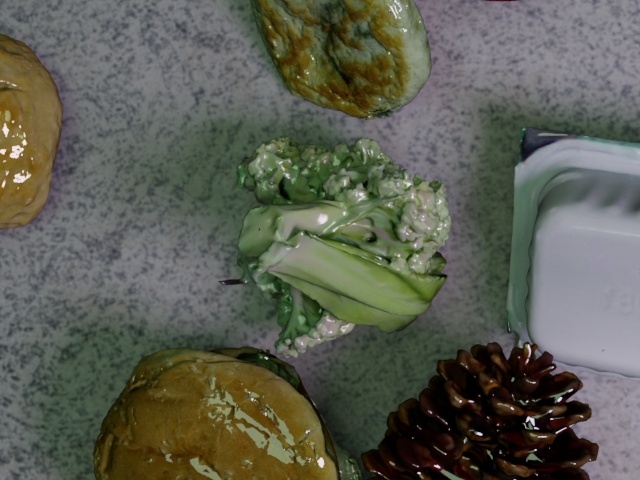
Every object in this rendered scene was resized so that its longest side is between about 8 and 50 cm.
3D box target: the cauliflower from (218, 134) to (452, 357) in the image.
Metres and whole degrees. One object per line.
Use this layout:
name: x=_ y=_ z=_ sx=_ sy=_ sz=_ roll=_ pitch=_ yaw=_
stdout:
cauliflower: x=0.000 y=0.000 z=1.474 sx=0.256 sy=0.315 sz=0.238 roll=-5 pitch=86 yaw=36

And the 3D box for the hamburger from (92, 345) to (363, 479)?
hamburger: x=-0.101 y=0.247 z=1.536 sx=0.285 sy=0.134 sz=0.265 roll=34 pitch=110 yaw=12

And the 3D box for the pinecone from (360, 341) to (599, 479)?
pinecone: x=0.163 y=0.233 z=1.432 sx=0.246 sy=0.246 sz=0.292 roll=23 pitch=113 yaw=13

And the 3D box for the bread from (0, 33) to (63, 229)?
bread: x=-0.404 y=-0.119 z=1.645 sx=0.244 sy=0.134 sz=0.244 roll=-1 pitch=86 yaw=15

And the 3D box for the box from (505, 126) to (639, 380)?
box: x=0.335 y=0.044 z=1.421 sx=0.337 sy=0.106 sz=0.264 roll=9 pitch=113 yaw=22

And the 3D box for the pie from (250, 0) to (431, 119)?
pie: x=0.010 y=-0.225 z=1.524 sx=0.240 sy=0.240 sz=0.054 roll=29 pitch=58 yaw=12
